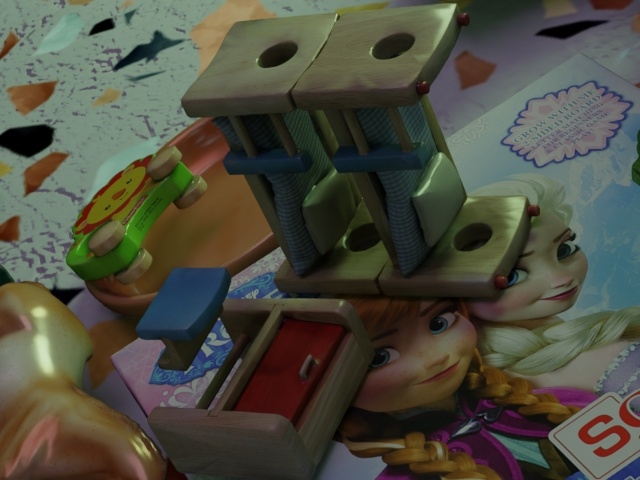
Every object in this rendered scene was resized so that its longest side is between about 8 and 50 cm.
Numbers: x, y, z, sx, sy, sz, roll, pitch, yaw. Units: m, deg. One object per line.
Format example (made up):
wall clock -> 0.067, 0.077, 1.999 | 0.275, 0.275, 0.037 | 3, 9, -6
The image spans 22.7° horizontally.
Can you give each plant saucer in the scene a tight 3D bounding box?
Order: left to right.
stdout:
plant saucer -> -0.053, -0.023, 0.958 | 0.200, 0.037, 0.200 | -27, 30, 17

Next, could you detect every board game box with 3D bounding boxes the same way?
board game box -> 0.093, 0.067, 0.764 | 0.318, 0.066, 0.318 | -33, 36, -9

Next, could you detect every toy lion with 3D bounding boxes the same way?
toy lion -> -0.119, -0.015, 0.952 | 0.096, 0.034, 0.100 | -13, 36, 49

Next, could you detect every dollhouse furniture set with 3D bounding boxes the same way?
dollhouse furniture set -> 0.000, 0.000, 0.735 | 0.129, 0.129, 0.184 | -1, 42, 32

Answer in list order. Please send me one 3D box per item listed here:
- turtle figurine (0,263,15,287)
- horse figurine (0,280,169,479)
turtle figurine -> -0.299, -0.006, 1.054 | 0.175, 0.118, 0.234 | -35, 43, -12
horse figurine -> -0.171, 0.097, 0.861 | 0.174, 0.066, 0.263 | -42, 34, 14
